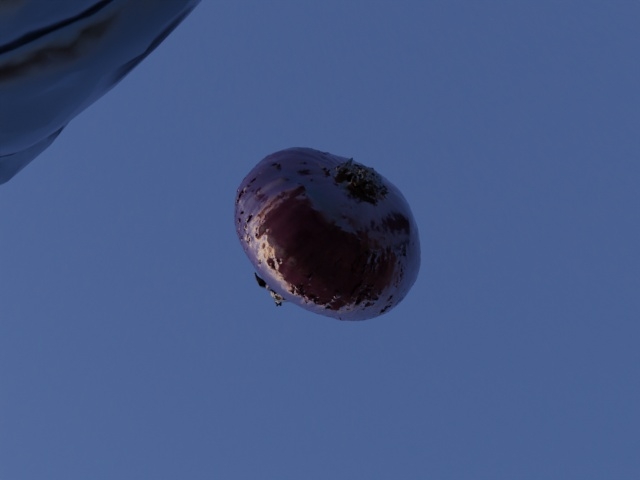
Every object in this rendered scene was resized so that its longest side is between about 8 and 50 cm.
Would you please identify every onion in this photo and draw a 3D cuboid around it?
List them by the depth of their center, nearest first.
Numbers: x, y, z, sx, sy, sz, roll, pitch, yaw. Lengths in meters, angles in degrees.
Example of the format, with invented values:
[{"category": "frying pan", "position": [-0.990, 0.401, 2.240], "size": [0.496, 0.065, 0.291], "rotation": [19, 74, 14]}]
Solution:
[{"category": "onion", "position": [0.000, 0.000, 0.942], "size": [0.115, 0.115, 0.104], "rotation": [33, -55, -12]}]

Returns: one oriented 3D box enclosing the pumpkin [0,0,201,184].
[{"category": "pumpkin", "position": [-0.178, -0.133, 0.365], "size": [0.363, 0.363, 0.266], "rotation": [-16, -104, 2]}]
